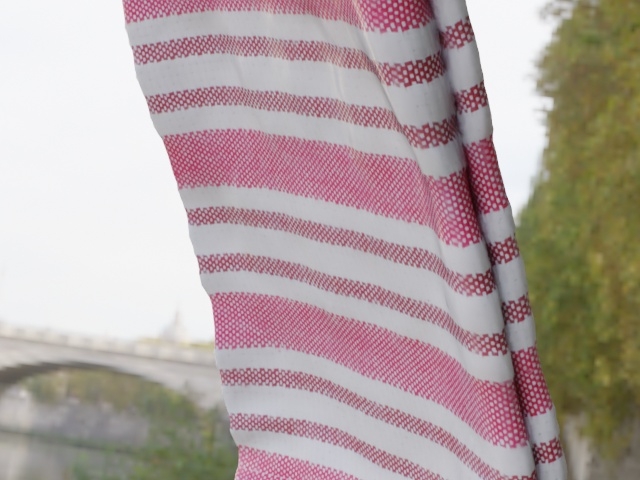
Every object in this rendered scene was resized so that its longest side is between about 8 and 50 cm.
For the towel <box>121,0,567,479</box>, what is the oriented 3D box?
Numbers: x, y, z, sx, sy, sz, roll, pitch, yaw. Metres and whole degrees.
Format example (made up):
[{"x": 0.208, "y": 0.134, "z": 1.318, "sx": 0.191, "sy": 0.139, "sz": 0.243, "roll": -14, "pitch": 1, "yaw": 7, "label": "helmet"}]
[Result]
[{"x": 0.000, "y": 0.000, "z": 0.414, "sx": 0.029, "sy": 0.197, "sz": 0.144, "roll": -23, "pitch": 18, "yaw": -29, "label": "towel"}]
